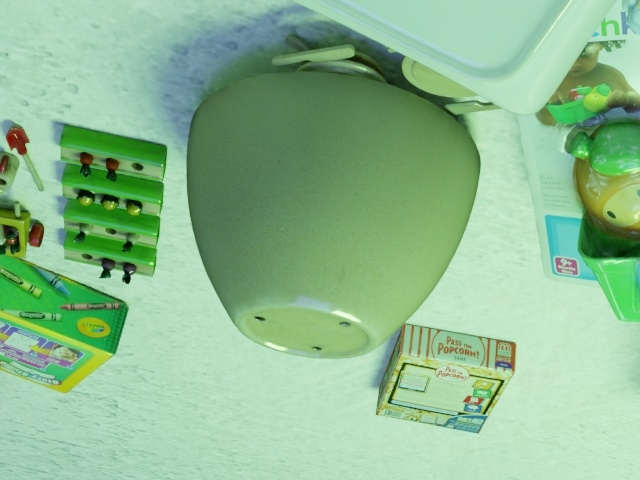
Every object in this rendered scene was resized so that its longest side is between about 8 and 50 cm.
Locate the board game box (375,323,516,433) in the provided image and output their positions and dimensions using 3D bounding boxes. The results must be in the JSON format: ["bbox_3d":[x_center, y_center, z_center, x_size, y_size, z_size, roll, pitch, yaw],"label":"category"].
[{"bbox_3d":[0.160,0.185,1.430,0.147,0.045,0.193,11,147,-2],"label":"board game box"}]

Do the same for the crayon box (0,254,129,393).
[{"bbox_3d":[-0.409,0.093,1.398,0.278,0.081,0.165,25,144,-23],"label":"crayon box"}]

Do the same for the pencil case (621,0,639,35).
[{"bbox_3d":[0.327,-0.098,0.732,0.124,0.113,0.273,-39,87,15],"label":"pencil case"}]

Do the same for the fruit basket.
[{"bbox_3d":[0.324,-0.074,0.893,0.327,0.165,0.353,1,140,21],"label":"fruit basket"}]

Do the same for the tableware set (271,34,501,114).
[{"bbox_3d":[0.066,-0.153,0.951,0.194,0.039,0.128,-4,155,28],"label":"tableware set"}]

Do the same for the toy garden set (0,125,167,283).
[{"bbox_3d":[-0.279,-0.033,1.204,0.204,0.049,0.244,12,147,-4],"label":"toy garden set"}]

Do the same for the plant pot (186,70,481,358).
[{"bbox_3d":[0.000,0.000,1.024,0.284,0.190,0.284,7,154,4],"label":"plant pot"}]

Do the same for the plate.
[{"bbox_3d":[0.089,-0.224,0.764,0.277,0.045,0.278,27,140,-3],"label":"plate"}]
